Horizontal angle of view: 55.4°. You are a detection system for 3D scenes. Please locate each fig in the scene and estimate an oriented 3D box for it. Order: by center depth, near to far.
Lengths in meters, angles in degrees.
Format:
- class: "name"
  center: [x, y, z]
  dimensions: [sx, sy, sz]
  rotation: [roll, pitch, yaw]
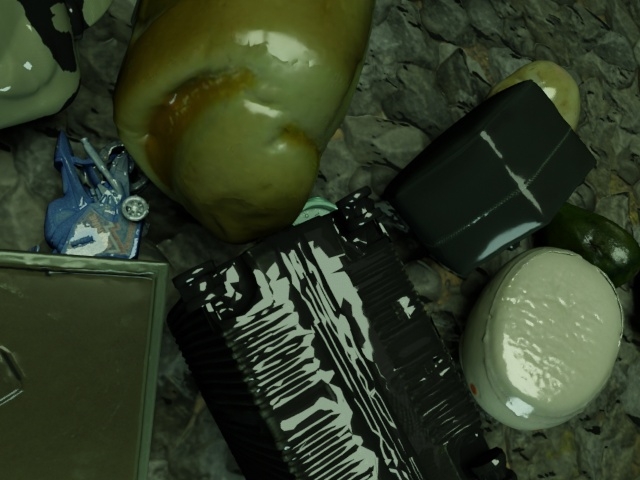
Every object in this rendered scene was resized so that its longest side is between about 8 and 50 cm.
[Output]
- class: "fig"
  center: [0.348, -0.002, 0.840]
  dimensions: [0.117, 0.117, 0.177]
  rotation: [-36, 72, -26]

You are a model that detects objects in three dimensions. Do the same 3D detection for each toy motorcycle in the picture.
- class: "toy motorcycle"
  center: [-0.235, -0.013, 0.622]
  dimensions: [0.114, 0.076, 0.205]
  rotation: [7, 73, -13]

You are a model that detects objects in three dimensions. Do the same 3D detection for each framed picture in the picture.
- class: "framed picture"
  center: [-0.315, 0.126, 0.539]
  dimensions: [0.334, 0.022, 0.248]
  rotation: [5, 91, -21]

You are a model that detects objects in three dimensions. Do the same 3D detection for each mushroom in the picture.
- class: "mushroom"
  center: [0.295, -0.176, 0.853]
  dimensions: [0.148, 0.112, 0.148]
  rotation: [-3, 101, -15]

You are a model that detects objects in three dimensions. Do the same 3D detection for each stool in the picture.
- class: "stool"
  center: [0.196, -0.074, 0.733]
  dimensions: [0.141, 0.232, 0.232]
  rotation: [48, 65, -5]

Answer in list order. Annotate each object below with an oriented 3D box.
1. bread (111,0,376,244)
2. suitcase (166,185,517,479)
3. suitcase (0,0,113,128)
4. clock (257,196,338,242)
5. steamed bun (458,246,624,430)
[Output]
- class: "bread"
  center: [-0.086, -0.170, 0.601]
  dimensions: [0.210, 0.300, 0.342]
  rotation: [16, 75, -16]
- class: "suitcase"
  center: [-0.024, 0.118, 0.525]
  dimensions: [0.152, 0.335, 0.230]
  rotation: [-26, 87, -21]
- class: "suitcase"
  center: [-0.330, -0.253, 0.494]
  dimensions: [0.339, 0.352, 0.194]
  rotation: [-22, 47, -27]
- class: "clock"
  center: [0.000, 0.000, 0.728]
  dimensions: [0.135, 0.041, 0.101]
  rotation: [-28, 88, -27]
- class: "steamed bun"
  center: [0.262, 0.123, 0.752]
  dimensions: [0.177, 0.131, 0.228]
  rotation: [32, 68, -1]
